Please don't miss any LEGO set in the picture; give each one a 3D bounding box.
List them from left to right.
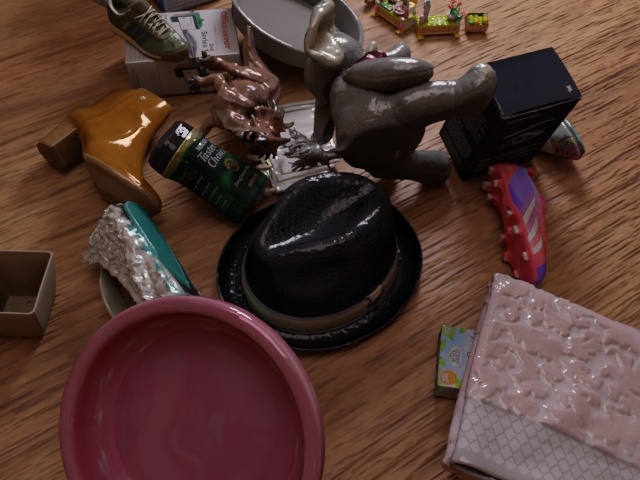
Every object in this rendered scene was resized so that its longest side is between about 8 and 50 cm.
[{"bbox_3d":[0.221,-0.512,1.515,0.287,0.107,0.132,24,55,17],"label":"LEGO set"}]

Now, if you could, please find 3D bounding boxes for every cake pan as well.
[{"bbox_3d":[-0.053,-0.450,1.436,0.293,0.054,0.293,16,45,-17],"label":"cake pan"}]

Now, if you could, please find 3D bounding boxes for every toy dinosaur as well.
[{"bbox_3d":[-0.121,-0.248,1.257,0.201,0.127,0.295,10,55,10],"label":"toy dinosaur"}]

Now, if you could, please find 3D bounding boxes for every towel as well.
[{"bbox_3d":[0.350,0.224,0.936,0.332,0.053,0.317,24,54,4],"label":"towel"}]

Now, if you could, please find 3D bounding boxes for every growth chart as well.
[{"bbox_3d":[-0.052,-0.178,1.298,0.172,0.021,0.237,-7,52,-6],"label":"growth chart"}]

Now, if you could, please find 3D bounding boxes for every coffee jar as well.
[{"bbox_3d":[-0.185,-0.115,1.164,0.184,0.079,0.096,33,46,-10],"label":"coffee jar"}]

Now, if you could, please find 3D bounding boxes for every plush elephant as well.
[{"bbox_3d":[0.078,-0.246,1.175,0.330,0.271,0.255,-8,61,-9],"label":"plush elephant"}]

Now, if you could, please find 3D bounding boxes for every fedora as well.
[{"bbox_3d":[0.000,0.000,1.074,0.334,0.152,0.334,1,51,-1],"label":"fedora"}]

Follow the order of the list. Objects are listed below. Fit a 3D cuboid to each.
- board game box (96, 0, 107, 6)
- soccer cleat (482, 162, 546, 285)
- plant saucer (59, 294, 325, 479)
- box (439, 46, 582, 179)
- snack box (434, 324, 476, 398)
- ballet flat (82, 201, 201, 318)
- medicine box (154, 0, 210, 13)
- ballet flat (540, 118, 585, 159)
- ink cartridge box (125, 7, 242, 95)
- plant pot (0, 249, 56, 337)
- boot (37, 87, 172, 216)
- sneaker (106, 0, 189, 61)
[{"bbox_3d":[-0.468,-0.564,1.597,0.090,0.020,0.090,31,57,21],"label":"board game box"},{"bbox_3d":[0.338,-0.034,1.159,0.095,0.083,0.248,-1,49,-8],"label":"soccer cleat"},{"bbox_3d":[-0.148,0.228,0.842,0.332,0.084,0.331,0,91,17],"label":"plant saucer"},{"bbox_3d":[0.315,-0.212,1.204,0.153,0.207,0.108,-16,69,-16],"label":"box"},{"bbox_3d":[0.237,0.181,1.007,0.141,0.037,0.100,9,51,4],"label":"snack box"},{"bbox_3d":[-0.222,0.109,1.020,0.147,0.147,0.409,-28,54,-21],"label":"ballet flat"},{"bbox_3d":[-0.346,-0.695,1.531,0.149,0.289,0.263,-27,57,-21],"label":"medicine box"},{"bbox_3d":[0.415,-0.217,1.315,0.079,0.077,0.221,-18,47,8],"label":"ballet flat"},{"bbox_3d":[-0.268,-0.374,1.404,0.220,0.092,0.160,-7,53,-7],"label":"ink cartridge box"},{"bbox_3d":[-0.445,0.085,1.032,0.109,0.096,0.109,2,52,0],"label":"plant pot"},{"bbox_3d":[-0.328,-0.173,1.236,0.295,0.104,0.211,28,56,24],"label":"boot"},{"bbox_3d":[-0.327,-0.404,1.310,0.192,0.086,0.064,31,59,21],"label":"sneaker"}]
